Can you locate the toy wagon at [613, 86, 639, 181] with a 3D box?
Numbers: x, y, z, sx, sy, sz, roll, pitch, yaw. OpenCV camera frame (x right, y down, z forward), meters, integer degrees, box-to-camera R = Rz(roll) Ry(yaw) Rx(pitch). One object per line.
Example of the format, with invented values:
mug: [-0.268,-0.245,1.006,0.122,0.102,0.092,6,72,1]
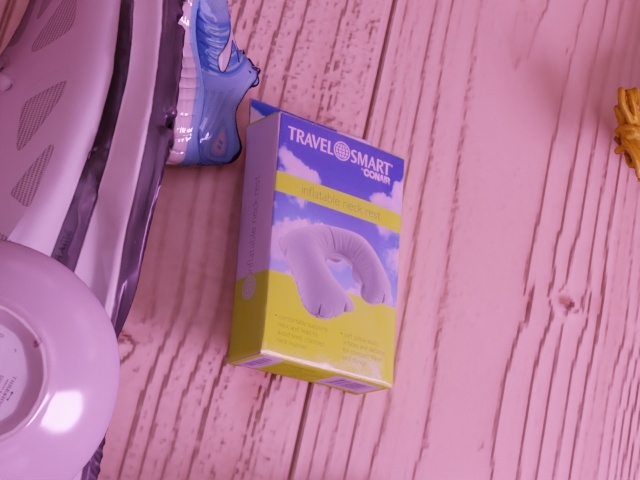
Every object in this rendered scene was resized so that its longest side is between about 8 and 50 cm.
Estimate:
toy wagon: [0.370,-0.092,1.025,0.344,0.068,0.267,-8,75,-10]

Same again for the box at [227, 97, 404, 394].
box: [0.000,0.000,0.885,0.109,0.042,0.178,18,66,-35]

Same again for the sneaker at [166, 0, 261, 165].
sneaker: [-0.077,-0.121,0.918,0.073,0.063,0.162,13,72,-33]

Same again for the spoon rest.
spoon rest: [-0.201,0.122,0.658,0.137,0.084,0.276,32,69,-5]

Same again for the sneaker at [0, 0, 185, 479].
sneaker: [-0.229,-0.018,0.765,0.257,0.169,0.448,13,72,-15]
